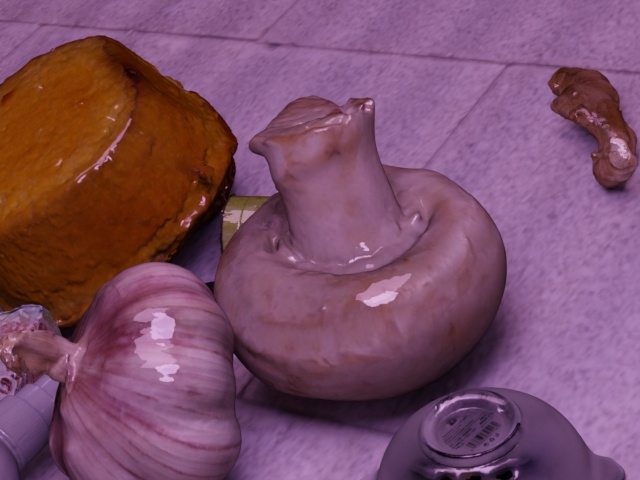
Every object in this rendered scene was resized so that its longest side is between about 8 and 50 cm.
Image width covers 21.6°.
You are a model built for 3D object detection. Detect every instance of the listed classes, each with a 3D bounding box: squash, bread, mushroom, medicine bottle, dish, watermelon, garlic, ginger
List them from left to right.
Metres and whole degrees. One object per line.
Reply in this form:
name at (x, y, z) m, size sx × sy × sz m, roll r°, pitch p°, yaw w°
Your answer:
medicine bottle at (-0.359, 0.245, 1.626) m, size 0.110 × 0.110 × 0.352 m, roll 13°, pitch 43°, yaw 36°
watermelon at (-0.356, 0.155, 1.801) m, size 0.187 × 0.071 × 0.139 m, roll -25°, pitch 48°, yaw -8°
bread at (-0.272, -0.080, 1.926) m, size 0.337 × 0.204 × 0.358 m, roll -38°, pitch 34°, yaw -5°
garlic at (-0.202, 0.131, 1.575) m, size 0.245 × 0.253 × 0.245 m, roll -21°, pitch 61°, yaw 44°
squash at (0.000, 0.000, 1.852) m, size 0.224 × 0.094 × 0.094 m, roll 4°, pitch 38°, yaw 19°
mushroom at (0.028, 0.006, 1.646) m, size 0.297 × 0.290 × 0.297 m, roll -13°, pitch 32°, yaw 9°
dish at (0.144, 0.200, 1.503) m, size 0.236 × 0.086 × 0.228 m, roll -20°, pitch 34°, yaw -6°
ginger at (0.314, -0.138, 1.934) m, size 0.089 × 0.075 × 0.288 m, roll 7°, pitch 29°, yaw -6°

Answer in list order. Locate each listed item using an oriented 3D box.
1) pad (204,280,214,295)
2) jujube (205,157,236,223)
pad at (-0.089, 0.071, 1.858) m, size 0.193 × 0.004 × 0.116 m, roll -12°, pitch 34°, yaw 6°
jujube at (-0.144, -0.070, 2.025) m, size 0.077 × 0.077 × 0.129 m, roll -6°, pitch 40°, yaw 15°
